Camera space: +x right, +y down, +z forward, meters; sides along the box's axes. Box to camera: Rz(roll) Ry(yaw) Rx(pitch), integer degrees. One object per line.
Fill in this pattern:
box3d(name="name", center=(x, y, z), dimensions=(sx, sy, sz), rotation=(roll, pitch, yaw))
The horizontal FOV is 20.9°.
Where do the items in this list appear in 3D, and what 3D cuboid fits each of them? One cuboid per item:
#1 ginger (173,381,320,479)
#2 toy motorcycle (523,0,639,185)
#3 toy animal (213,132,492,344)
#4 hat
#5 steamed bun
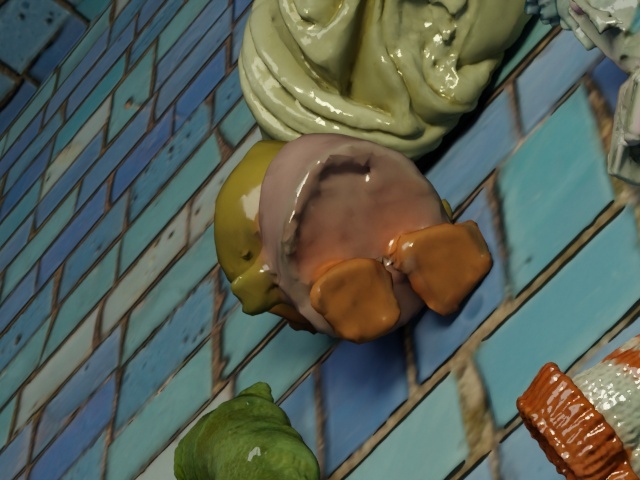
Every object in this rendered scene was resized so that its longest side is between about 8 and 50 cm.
box3d(name="ginger", center=(-0.059, 0.198, 1.323), dimensions=(0.290, 0.089, 0.137), rotation=(-117, 44, -63))
box3d(name="toy motorcycle", center=(0.216, -0.150, 1.184), dimensions=(0.204, 0.108, 0.239), rotation=(-2, 58, 51))
box3d(name="toy animal", center=(-0.002, -0.004, 1.388), dimensions=(0.195, 0.169, 0.281), rotation=(-20, 6, -19))
box3d(name="hat", center=(0.193, 0.078, 0.975), dimensions=(0.162, 0.094, 0.112), rotation=(-37, 31, -2))
box3d(name="steamed bun", center=(0.040, -0.202, 1.533), dimensions=(0.289, 0.203, 0.276), rotation=(-43, 24, 34))
